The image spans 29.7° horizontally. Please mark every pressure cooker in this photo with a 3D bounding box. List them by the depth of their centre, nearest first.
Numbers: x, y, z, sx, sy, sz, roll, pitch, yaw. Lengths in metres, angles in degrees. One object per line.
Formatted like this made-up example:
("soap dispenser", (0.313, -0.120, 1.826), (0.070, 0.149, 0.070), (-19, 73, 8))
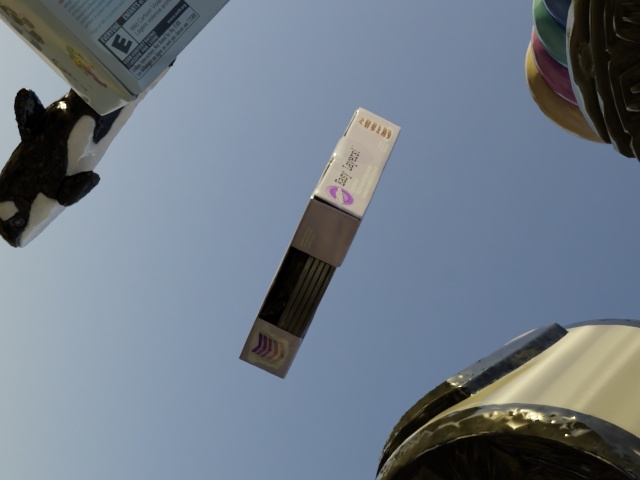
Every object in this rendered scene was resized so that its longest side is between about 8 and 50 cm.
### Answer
("pressure cooker", (0.267, 0.274, 1.158), (0.370, 0.420, 0.375), (1, -77, 31))

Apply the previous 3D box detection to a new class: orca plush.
("orca plush", (-0.266, -0.123, 1.251), (0.287, 0.102, 0.151), (-40, -148, 23))

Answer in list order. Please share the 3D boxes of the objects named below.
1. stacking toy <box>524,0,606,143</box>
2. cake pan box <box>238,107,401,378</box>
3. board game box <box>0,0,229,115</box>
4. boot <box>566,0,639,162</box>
("stacking toy", (0.203, -0.207, 0.798), (0.330, 0.141, 0.141), (71, -1, -59))
("cake pan box", (0.000, 0.000, 1.429), (0.267, 0.070, 0.246), (-64, 178, -60))
("board game box", (-0.160, -0.264, 0.739), (0.303, 0.224, 0.097), (45, -16, -15))
("boot", (0.205, -0.069, 0.350), (0.189, 0.208, 0.076), (4, -75, 60))
